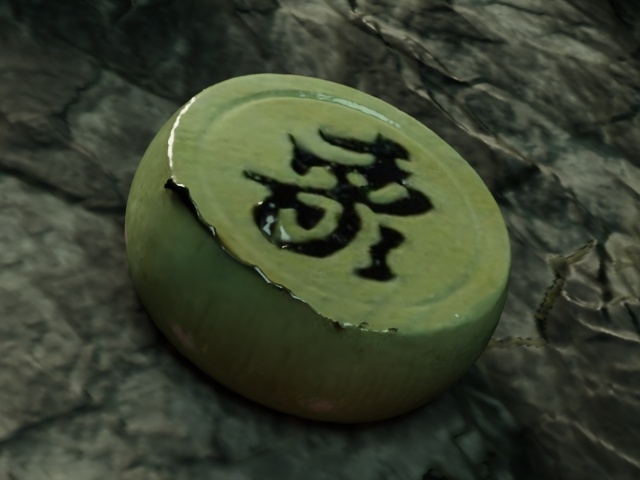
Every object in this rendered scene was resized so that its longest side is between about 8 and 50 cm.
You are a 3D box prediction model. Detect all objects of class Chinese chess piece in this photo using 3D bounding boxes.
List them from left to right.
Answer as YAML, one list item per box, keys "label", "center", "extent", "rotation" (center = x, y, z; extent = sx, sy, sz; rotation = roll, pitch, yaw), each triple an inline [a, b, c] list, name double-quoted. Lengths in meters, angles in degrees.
- label: "Chinese chess piece"
  center: [0.000, 0.000, 0.699]
  extent: [0.144, 0.058, 0.144]
  rotation: [17, 40, -14]
